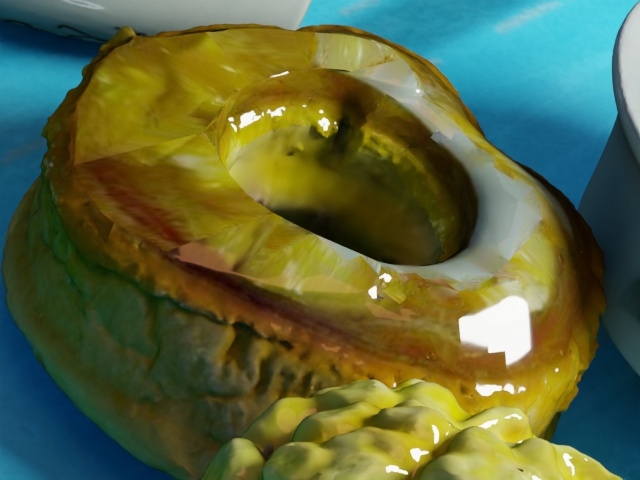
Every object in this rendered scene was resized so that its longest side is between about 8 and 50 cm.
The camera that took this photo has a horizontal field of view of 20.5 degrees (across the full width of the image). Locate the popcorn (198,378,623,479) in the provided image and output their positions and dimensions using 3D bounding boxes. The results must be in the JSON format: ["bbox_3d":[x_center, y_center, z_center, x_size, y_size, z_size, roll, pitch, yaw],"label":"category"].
[{"bbox_3d":[0.037,0.172,0.790,0.235,0.217,0.181,24,5,-36],"label":"popcorn"}]

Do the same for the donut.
[{"bbox_3d":[0.000,0.000,0.970,0.330,0.160,0.330,16,37,-12],"label":"donut"}]

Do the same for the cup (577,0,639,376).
[{"bbox_3d":[0.290,0.017,1.053,0.347,0.163,0.347,17,40,-15],"label":"cup"}]

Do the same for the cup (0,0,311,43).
[{"bbox_3d":[-0.128,-0.223,1.152,0.234,0.186,0.258,16,15,-19],"label":"cup"}]
